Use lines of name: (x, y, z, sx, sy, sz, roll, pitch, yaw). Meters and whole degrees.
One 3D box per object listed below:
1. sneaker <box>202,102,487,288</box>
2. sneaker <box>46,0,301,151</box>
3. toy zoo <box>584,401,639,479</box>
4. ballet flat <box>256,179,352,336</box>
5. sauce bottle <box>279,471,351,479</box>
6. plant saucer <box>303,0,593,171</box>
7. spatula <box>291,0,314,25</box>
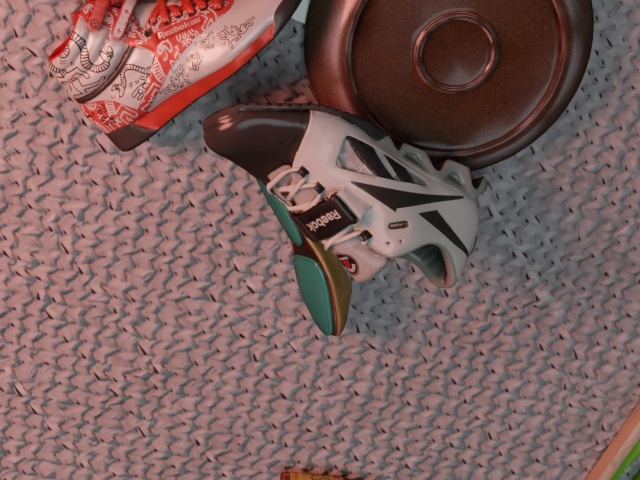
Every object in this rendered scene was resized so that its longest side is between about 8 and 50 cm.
sneaker: (0.028, -0.039, 1.247, 0.330, 0.122, 0.146, 18, 70, -23)
sneaker: (-0.155, -0.217, 1.233, 0.270, 0.090, 0.145, -35, 112, 21)
toy zoo: (0.504, 0.294, 1.519, 0.293, 0.030, 0.192, 25, 111, -12)
ballet flat: (0.000, 0.000, 1.353, 0.073, 0.080, 0.232, -31, 117, -20)
sauce bottle: (0.013, 0.311, 1.507, 0.128, 0.042, 0.042, 4, 114, -6)
plant saucer: (0.139, -0.202, 1.269, 0.310, 0.050, 0.310, -2, 118, -5)
spatula: (0.077, -0.315, 1.243, 0.168, 0.019, 0.242, 20, 112, -9)
